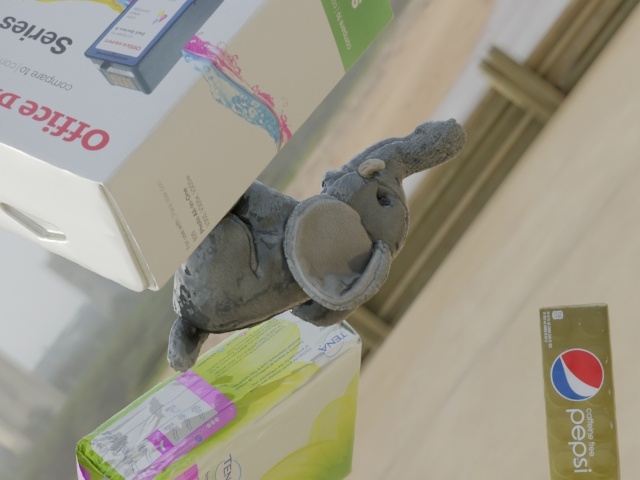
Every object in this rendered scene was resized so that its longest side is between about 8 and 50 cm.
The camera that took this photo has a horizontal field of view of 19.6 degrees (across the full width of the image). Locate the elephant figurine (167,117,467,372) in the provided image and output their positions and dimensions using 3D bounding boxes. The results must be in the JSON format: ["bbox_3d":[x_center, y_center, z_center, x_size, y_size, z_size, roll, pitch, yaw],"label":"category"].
[{"bbox_3d":[0.000,0.000,1.565,0.169,0.240,0.186,-91,6,-61],"label":"elephant figurine"}]

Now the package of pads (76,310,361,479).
[{"bbox_3d":[-0.094,0.205,1.758,0.296,0.101,0.229,-34,-33,-30],"label":"package of pads"}]

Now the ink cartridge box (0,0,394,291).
[{"bbox_3d":[-0.089,-0.095,0.954,0.212,0.154,0.093,-52,-36,-23],"label":"ink cartridge box"}]

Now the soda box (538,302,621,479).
[{"bbox_3d":[0.226,0.146,1.605,0.058,0.061,0.181,6,-100,-82],"label":"soda box"}]
